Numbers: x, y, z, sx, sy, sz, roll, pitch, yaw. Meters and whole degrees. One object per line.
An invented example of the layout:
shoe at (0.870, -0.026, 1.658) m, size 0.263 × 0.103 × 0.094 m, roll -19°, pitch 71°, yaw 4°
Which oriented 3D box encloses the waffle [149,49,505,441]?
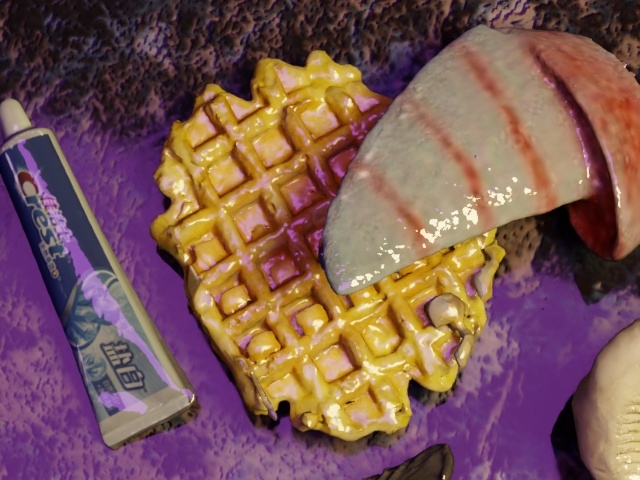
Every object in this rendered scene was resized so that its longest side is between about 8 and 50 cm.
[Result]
waffle at (0.000, 0.001, 1.433) m, size 0.262 × 0.060 × 0.281 m, roll 15°, pitch 75°, yaw 7°

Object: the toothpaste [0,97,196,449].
toothpaste at (-0.177, 0.017, 1.438) m, size 0.069 × 0.047 × 0.268 m, roll -23°, pitch 80°, yaw -18°

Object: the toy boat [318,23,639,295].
toy boat at (0.107, -0.049, 1.389) m, size 0.282 × 0.096 × 0.206 m, roll -23°, pitch 72°, yaw -22°

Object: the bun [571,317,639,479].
bun at (0.262, 0.113, 1.377) m, size 0.183 × 0.102 × 0.183 m, roll -3°, pitch 110°, yaw -9°

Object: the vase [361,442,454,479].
vase at (-0.016, 0.215, 1.357) m, size 0.237 × 0.115 × 0.115 m, roll -12°, pitch 76°, yaw 0°
